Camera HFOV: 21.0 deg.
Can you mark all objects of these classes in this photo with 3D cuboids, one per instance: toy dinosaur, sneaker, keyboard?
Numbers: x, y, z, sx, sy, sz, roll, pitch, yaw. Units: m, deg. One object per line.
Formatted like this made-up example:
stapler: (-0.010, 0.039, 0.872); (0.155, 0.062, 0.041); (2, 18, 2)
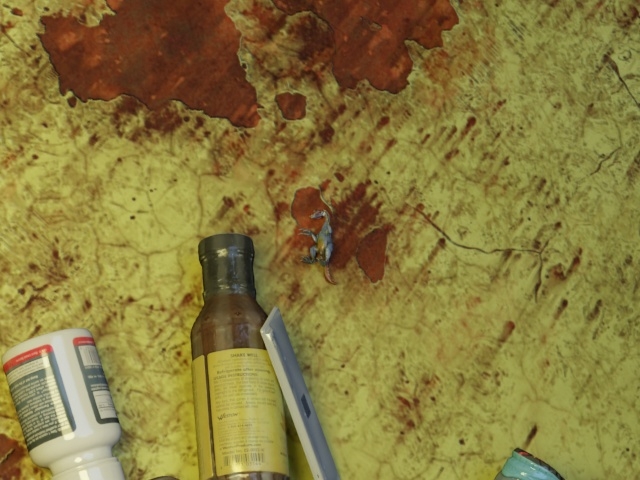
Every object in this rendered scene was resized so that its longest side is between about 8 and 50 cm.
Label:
toy dinosaur: (0.000, 0.000, 2.289); (0.082, 0.047, 0.090); (-66, 143, -44)
sneaker: (0.304, 0.391, 2.284); (0.125, 0.104, 0.262); (-47, 112, -6)
keyboard: (-0.022, 0.207, 2.103); (0.072, 0.014, 0.256); (-70, 143, -68)

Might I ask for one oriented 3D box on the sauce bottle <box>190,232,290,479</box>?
sauce bottle: (-0.101, 0.160, 2.085); (0.111, 0.111, 0.344); (9, 66, -31)

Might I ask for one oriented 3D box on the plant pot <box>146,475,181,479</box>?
plant pot: (-0.215, 0.343, 1.902); (0.165, 0.167, 0.167); (-18, 79, -47)

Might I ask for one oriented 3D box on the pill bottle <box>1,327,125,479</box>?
pill bottle: (-0.285, 0.199, 1.944); (0.108, 0.108, 0.180); (-9, 74, -37)
